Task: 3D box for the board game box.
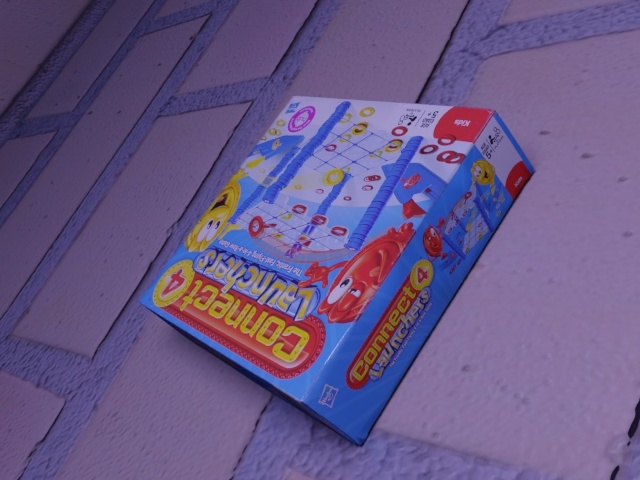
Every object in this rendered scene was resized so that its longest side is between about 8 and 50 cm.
[{"bbox_3d":[0.000,0.000,0.730,0.308,0.086,0.302,17,67,50],"label":"board game box"}]
